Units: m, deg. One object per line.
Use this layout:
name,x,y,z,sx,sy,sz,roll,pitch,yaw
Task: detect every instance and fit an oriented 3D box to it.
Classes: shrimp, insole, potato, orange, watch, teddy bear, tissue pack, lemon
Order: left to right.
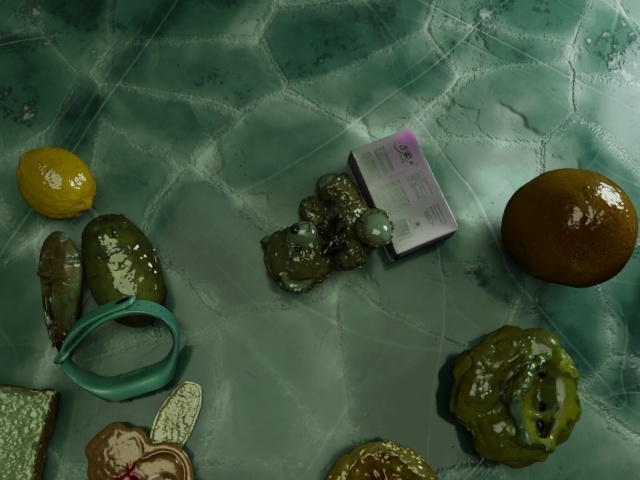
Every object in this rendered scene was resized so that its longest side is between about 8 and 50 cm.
lemon,-0.546,-0.122,1.408,0.187,0.142,0.142,40,77,10
shrimp,-0.523,0.115,1.374,0.145,0.061,0.267,-1,98,38
watch,-0.387,0.213,1.323,0.237,0.068,0.195,-18,111,1
potato,-0.397,0.064,1.386,0.149,0.113,0.251,-27,91,-15
insole,-0.303,0.396,1.356,0.081,0.011,0.247,20,76,2
teddy bear,0.000,0.000,1.399,0.256,0.156,0.267,-23,39,-9
tissue pack,0.174,-0.096,1.460,0.149,0.092,0.246,-21,78,-7
orange,0.492,-0.025,1.378,0.264,0.264,0.264,1,76,-3

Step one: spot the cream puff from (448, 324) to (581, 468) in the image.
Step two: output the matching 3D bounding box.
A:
cream puff,0.385,0.297,1.328,0.282,0.185,0.281,0,76,1

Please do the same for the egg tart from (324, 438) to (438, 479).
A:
egg tart,0.115,0.502,1.303,0.241,0.106,0.240,0,76,0

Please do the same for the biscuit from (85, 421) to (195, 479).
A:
biscuit,-0.317,0.494,1.304,0.202,0.047,0.333,-39,84,-11

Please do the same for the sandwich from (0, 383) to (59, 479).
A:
sandwich,-0.621,0.401,1.300,0.226,0.087,0.251,5,73,-3
